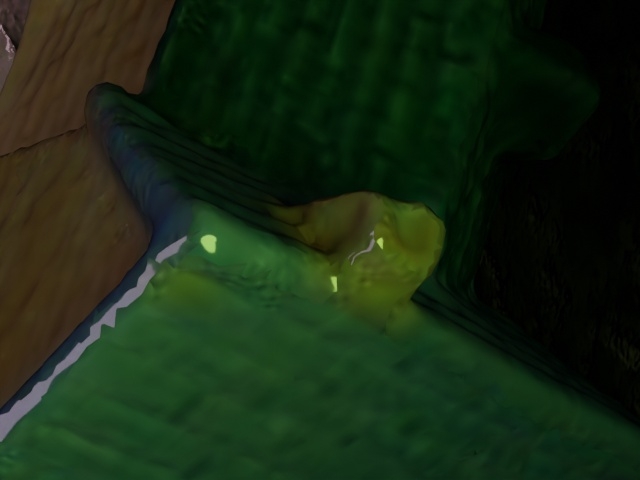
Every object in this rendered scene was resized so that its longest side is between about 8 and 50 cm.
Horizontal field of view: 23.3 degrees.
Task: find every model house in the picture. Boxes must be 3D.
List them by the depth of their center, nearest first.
[{"bbox_3d":[0.000,0.000,0.765,0.342,0.334,0.382,-17,53,48],"label":"model house"}]

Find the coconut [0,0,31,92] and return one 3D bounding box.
[{"bbox_3d":[-0.217,-0.131,1.356,0.309,0.297,0.298,-127,46,-55],"label":"coconut"}]
